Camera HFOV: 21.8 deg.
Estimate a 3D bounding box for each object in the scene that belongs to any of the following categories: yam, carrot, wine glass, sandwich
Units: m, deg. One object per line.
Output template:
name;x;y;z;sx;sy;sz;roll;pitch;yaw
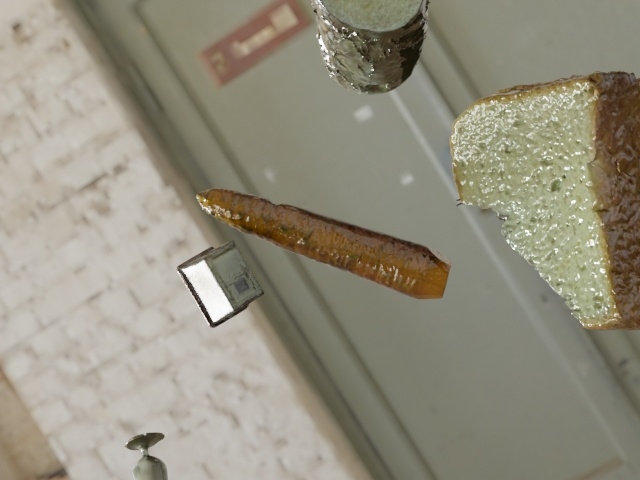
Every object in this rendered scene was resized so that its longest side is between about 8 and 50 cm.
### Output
yam;0.043;-0.192;1.426;0.107;0.107;0.183;-32;-16;-8
carrot;0.000;0.000;1.957;0.066;0.314;0.066;17;-90;-87
wine glass;-0.169;0.237;1.681;0.042;0.083;0.039;-7;-32;-19
sandwich;0.261;-0.036;1.831;0.099;0.288;0.254;-4;-5;-39

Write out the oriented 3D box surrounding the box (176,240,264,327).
box;-0.113;0.047;1.916;0.060;0.085;0.063;-30;0;-32
